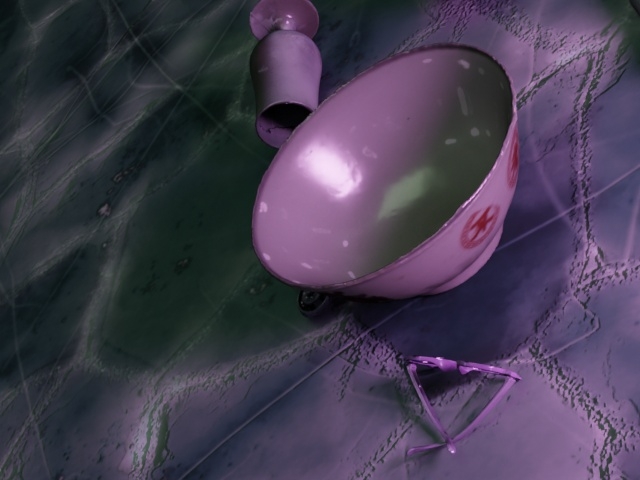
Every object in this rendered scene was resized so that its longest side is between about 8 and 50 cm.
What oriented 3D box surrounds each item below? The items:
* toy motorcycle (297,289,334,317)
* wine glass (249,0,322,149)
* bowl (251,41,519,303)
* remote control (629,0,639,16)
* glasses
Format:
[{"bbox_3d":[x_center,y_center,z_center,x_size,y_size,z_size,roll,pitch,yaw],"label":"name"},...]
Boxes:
[{"bbox_3d":[0.000,0.000,1.709,0.124,0.061,0.193,-41,41,16],"label":"toy motorcycle"},{"bbox_3d":[-0.048,-0.231,1.957,0.103,0.103,0.231,-27,43,24],"label":"wine glass"},{"bbox_3d":[0.101,-0.044,1.570,0.337,0.157,0.337,-26,39,23],"label":"bowl"},{"bbox_3d":[0.407,-0.265,1.581,0.104,0.052,0.247,-34,34,12],"label":"remote control"},{"bbox_3d":[0.132,0.172,1.437,0.140,0.062,0.104,0,77,45],"label":"glasses"}]
